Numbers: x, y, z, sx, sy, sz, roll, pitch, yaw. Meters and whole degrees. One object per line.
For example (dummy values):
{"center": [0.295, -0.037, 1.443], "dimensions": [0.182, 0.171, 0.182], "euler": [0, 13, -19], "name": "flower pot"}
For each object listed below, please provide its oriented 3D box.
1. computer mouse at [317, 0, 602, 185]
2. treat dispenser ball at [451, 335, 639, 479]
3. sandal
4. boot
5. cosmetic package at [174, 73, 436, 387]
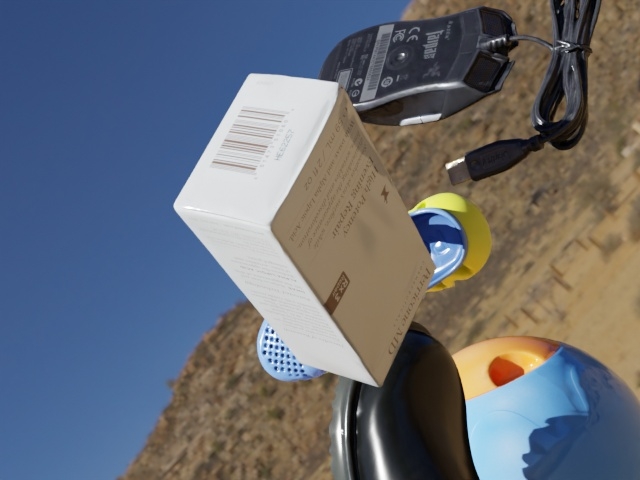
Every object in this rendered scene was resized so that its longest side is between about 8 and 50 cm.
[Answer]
{"center": [0.109, -0.111, 0.841], "dimensions": [0.262, 0.060, 0.184], "euler": [-10, 55, 32], "name": "computer mouse"}
{"center": [0.225, 0.248, 1.131], "dimensions": [0.288, 0.288, 0.288], "euler": [-45, -10, -10], "name": "treat dispenser ball"}
{"center": [0.033, 0.057, 1.137], "dimensions": [0.317, 0.126, 0.138], "euler": [-42, -14, 29], "name": "sandal"}
{"center": [0.141, 0.221, 0.828], "dimensions": [0.131, 0.348, 0.260], "euler": [14, -21, -39], "name": "boot"}
{"center": [0.000, 0.000, 0.735], "dimensions": [0.117, 0.085, 0.231], "euler": [-63, -35, -21], "name": "cosmetic package"}
